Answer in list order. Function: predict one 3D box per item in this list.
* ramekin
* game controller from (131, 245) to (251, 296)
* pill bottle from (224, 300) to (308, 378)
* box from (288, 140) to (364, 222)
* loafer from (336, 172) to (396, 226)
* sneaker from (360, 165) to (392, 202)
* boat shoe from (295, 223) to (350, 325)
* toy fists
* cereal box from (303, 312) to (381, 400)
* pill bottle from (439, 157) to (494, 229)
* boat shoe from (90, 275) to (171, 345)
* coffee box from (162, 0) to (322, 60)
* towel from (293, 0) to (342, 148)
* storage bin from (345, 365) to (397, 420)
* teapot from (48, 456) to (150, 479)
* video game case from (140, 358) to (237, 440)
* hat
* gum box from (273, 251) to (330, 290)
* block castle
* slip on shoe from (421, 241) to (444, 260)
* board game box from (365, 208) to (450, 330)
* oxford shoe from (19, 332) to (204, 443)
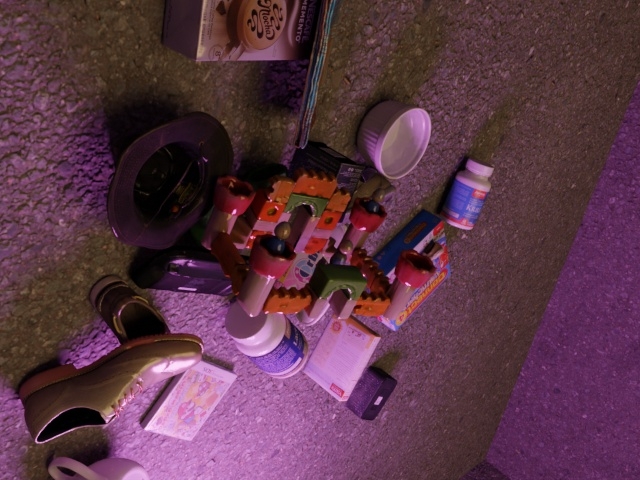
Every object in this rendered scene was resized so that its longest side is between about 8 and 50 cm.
[{"bbox_3d":[0.194,-0.282,1.890,0.207,0.109,0.207,-30,137,-32],"label":"ramekin"},{"bbox_3d":[-0.277,0.074,1.611,0.166,0.067,0.319,-23,159,31],"label":"game controller"},{"bbox_3d":[-0.145,0.260,1.875,0.153,0.153,0.264,-49,145,-10],"label":"pill bottle"},{"bbox_3d":[0.002,-0.147,1.727,0.093,0.156,0.158,0,117,-49],"label":"box"},{"bbox_3d":[0.085,-0.110,1.858,0.251,0.087,0.094,-26,169,-30],"label":"loafer"},{"bbox_3d":[0.150,-0.157,1.989,0.089,0.051,0.170,-40,137,-21],"label":"sneaker"},{"bbox_3d":[0.023,0.095,1.979,0.099,0.116,0.319,-2,114,-59],"label":"boat shoe"},{"bbox_3d":[-0.183,-0.074,1.624,0.279,0.096,0.142,-28,129,-31],"label":"toy fists"},{"bbox_3d":[0.066,0.358,2.185,0.047,0.173,0.240,14,107,-54],"label":"cereal box"},{"bbox_3d":[0.495,-0.159,2.328,0.124,0.124,0.221,-3,119,-49],"label":"pill bottle"},{"bbox_3d":[-0.403,0.205,1.576,0.116,0.097,0.324,-43,143,-18],"label":"boat shoe"},{"bbox_3d":[-0.143,-0.447,1.352,0.297,0.119,0.168,-15,127,-43],"label":"coffee box"},{"bbox_3d":[0.008,-0.408,1.503,0.271,0.040,0.370,-75,178,-64],"label":"towel"},{"bbox_3d":[0.189,0.566,2.570,0.180,0.084,0.122,-59,145,2],"label":"storage bin"},{"bbox_3d":[-0.546,0.641,1.688,0.252,0.187,0.256,24,72,-73],"label":"teapot"},{"bbox_3d":[-0.350,0.429,1.876,0.227,0.026,0.206,-54,144,-3],"label":"video game case"},{"bbox_3d":[-0.324,-0.141,1.373,0.331,0.134,0.331,-43,155,-25],"label":"hat"},{"bbox_3d":[-0.052,0.073,1.845,0.107,0.062,0.188,31,76,-18],"label":"gum box"},{"bbox_3d":[0.000,0.000,1.495,0.453,0.303,0.212,6,123,-36],"label":"block castle"},{"bbox_3d":[0.339,0.057,2.238,0.135,0.051,0.041,-39,102,-10],"label":"slip on shoe"},{"bbox_3d":[0.297,0.103,2.331,0.308,0.086,0.302,-43,142,-18],"label":"board game box"},{"bbox_3d":[-0.431,0.321,1.493,0.397,0.146,0.140,-20,139,-11],"label":"oxford shoe"}]
